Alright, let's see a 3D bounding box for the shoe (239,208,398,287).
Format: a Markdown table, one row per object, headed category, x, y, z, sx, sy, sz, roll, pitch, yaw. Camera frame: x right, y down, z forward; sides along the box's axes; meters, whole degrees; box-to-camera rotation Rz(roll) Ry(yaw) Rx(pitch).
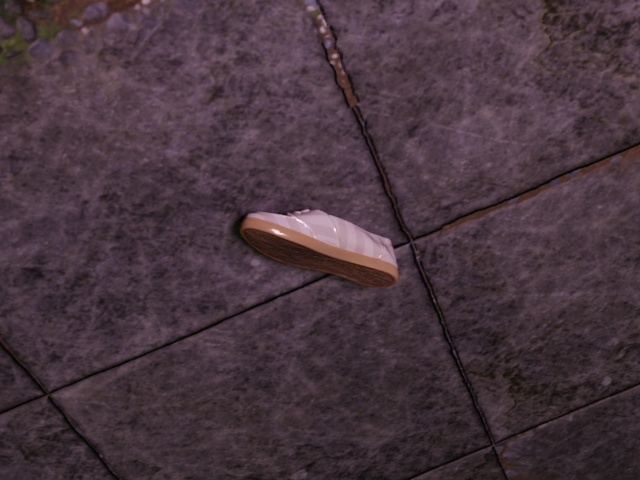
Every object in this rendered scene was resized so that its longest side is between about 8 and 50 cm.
| category | x | y | z | sx | sy | sz | roll | pitch | yaw |
| --- | --- | --- | --- | --- | --- | --- | --- | --- | --- |
| shoe | 0.000 | 0.000 | 1.630 | 0.219 | 0.058 | 0.076 | 20 | 155 | -29 |
